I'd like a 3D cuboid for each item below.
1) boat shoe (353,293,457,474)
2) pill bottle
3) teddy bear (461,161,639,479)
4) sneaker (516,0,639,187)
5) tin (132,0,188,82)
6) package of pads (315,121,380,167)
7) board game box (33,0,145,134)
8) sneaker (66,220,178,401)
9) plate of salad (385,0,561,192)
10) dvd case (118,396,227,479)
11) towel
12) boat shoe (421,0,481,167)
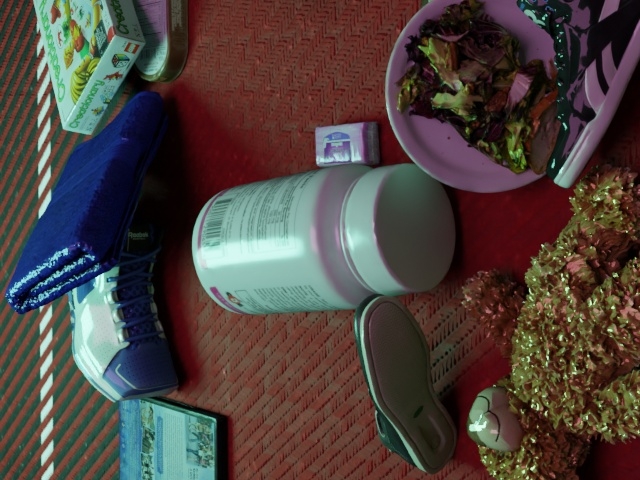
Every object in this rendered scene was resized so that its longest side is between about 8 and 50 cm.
[{"bbox_3d":[0.075,0.152,0.957,0.079,0.084,0.233,21,141,48],"label":"boat shoe"},{"bbox_3d":[0.000,0.000,1.015,0.283,0.160,0.160,-7,89,45],"label":"pill bottle"},{"bbox_3d":[0.231,0.095,0.834,0.338,0.113,0.245,-51,58,34],"label":"teddy bear"},{"bbox_3d":[0.221,-0.166,0.807,0.121,0.079,0.217,26,98,13],"label":"sneaker"},{"bbox_3d":[-0.237,-0.325,1.305,0.106,0.040,0.190,4,96,40],"label":"tin"},{"bbox_3d":[0.032,-0.112,1.062,0.083,0.032,0.050,1,93,44],"label":"package of pads"},{"bbox_3d":[-0.360,-0.339,1.371,0.193,0.053,0.305,-49,50,35],"label":"board game box"},{"bbox_3d":[-0.299,0.070,1.338,0.182,0.127,0.316,-51,59,37],"label":"sneaker"},{"bbox_3d":[0.161,-0.143,0.848,0.199,0.048,0.200,0,100,1],"label":"plate of salad"},{"bbox_3d":[-0.229,0.332,1.368,0.253,0.022,0.180,5,96,44],"label":"dvd case"},{"bbox_3d":[-0.322,-0.051,1.274,0.227,0.076,0.308,-30,34,39],"label":"towel"},{"bbox_3d":[0.125,-0.193,0.924,0.095,0.095,0.258,0,94,50],"label":"boat shoe"}]
